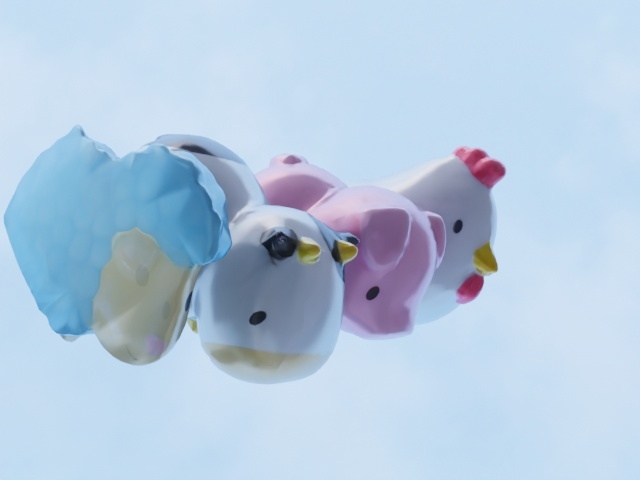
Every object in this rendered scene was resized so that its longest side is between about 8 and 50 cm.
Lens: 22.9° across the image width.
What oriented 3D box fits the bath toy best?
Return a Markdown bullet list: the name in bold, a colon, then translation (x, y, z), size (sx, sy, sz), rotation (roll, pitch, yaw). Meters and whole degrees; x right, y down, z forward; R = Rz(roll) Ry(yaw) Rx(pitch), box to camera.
- **bath toy**: translation (0.000, 0.000, 0.859), size (0.129, 0.348, 0.151), rotation (-41, -110, 27)
